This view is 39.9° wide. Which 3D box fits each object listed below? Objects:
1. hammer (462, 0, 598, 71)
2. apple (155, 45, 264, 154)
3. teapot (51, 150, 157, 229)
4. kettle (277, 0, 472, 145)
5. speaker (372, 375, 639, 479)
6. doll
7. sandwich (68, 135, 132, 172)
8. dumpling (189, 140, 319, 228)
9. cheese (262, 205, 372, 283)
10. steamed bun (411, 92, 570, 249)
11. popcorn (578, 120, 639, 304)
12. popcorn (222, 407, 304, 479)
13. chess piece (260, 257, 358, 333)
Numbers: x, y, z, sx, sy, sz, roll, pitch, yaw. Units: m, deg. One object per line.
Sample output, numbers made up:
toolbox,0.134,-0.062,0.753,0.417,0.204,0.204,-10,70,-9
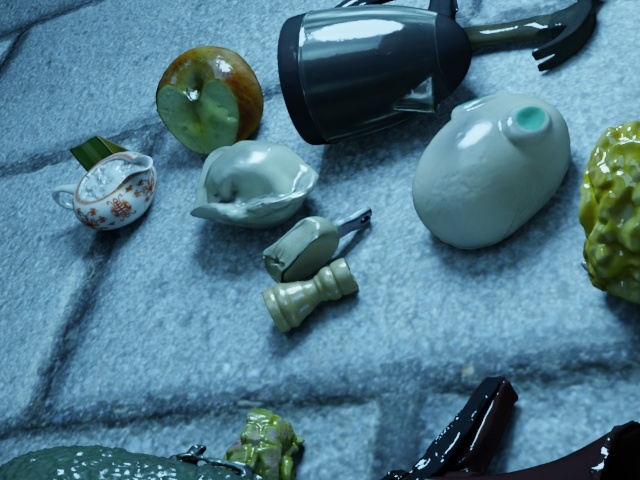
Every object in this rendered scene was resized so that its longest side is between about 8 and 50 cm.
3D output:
hammer,0.222,-0.323,1.424,0.439,0.044,0.168,1,49,37
apple,-0.190,-0.252,1.543,0.195,0.173,0.160,-7,49,25
teapot,-0.371,-0.085,1.554,0.245,0.116,0.159,-13,56,22
kettle,0.102,-0.273,1.357,0.271,0.207,0.251,-6,24,22
speaker,0.158,0.225,0.812,0.329,0.198,0.259,-5,60,44
doll,-0.214,0.337,0.932,0.349,0.247,0.247,-8,45,15
sandwich,-0.408,-0.165,1.653,0.074,0.116,0.074,-22,42,15
dumpling,-0.107,-0.082,1.342,0.250,0.132,0.162,14,56,43
cheese,-0.001,-0.003,1.218,0.171,0.092,0.047,-37,66,-4
steamed bun,0.214,-0.103,1.135,0.228,0.131,0.177,-43,38,-6
popcorn,0.353,-0.028,0.933,0.163,0.140,0.194,15,93,36
popcorn,-0.066,0.245,1.014,0.089,0.109,0.097,18,93,6
chess piece,-0.012,0.069,1.179,0.122,0.066,0.066,-28,39,2
